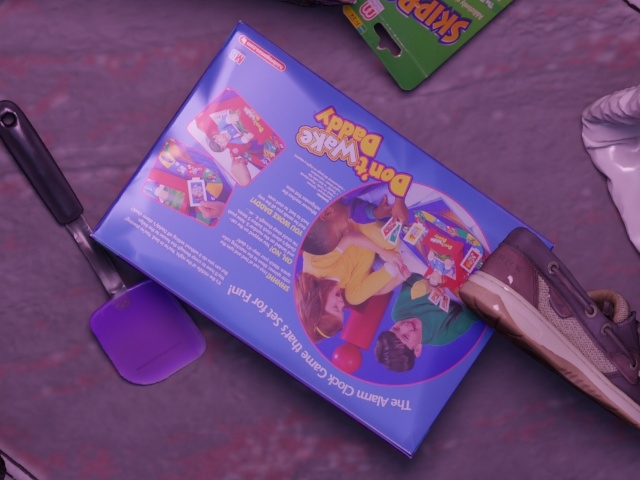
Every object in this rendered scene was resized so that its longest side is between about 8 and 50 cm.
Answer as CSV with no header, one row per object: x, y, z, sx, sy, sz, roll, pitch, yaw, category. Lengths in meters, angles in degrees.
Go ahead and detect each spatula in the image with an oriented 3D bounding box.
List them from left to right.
-0.214,0.000,1.594,0.084,0.030,0.296,-33,95,-3,spatula

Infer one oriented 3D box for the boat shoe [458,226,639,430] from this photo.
0.241,0.085,1.551,0.285,0.103,0.092,36,89,-33,boat shoe

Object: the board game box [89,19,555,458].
0.000,0.000,1.570,0.347,0.078,0.233,35,85,-7,board game box

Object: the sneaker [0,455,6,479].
-0.376,0.137,1.562,0.097,0.135,0.276,-45,72,12,sneaker

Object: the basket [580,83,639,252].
0.434,-0.028,1.493,0.266,0.328,0.331,-27,94,-6,basket

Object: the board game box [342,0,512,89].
0.138,-0.260,1.571,0.259,0.039,0.124,-44,129,-3,board game box

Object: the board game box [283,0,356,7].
-0.096,-0.346,1.495,0.291,0.141,0.232,12,93,-18,board game box
